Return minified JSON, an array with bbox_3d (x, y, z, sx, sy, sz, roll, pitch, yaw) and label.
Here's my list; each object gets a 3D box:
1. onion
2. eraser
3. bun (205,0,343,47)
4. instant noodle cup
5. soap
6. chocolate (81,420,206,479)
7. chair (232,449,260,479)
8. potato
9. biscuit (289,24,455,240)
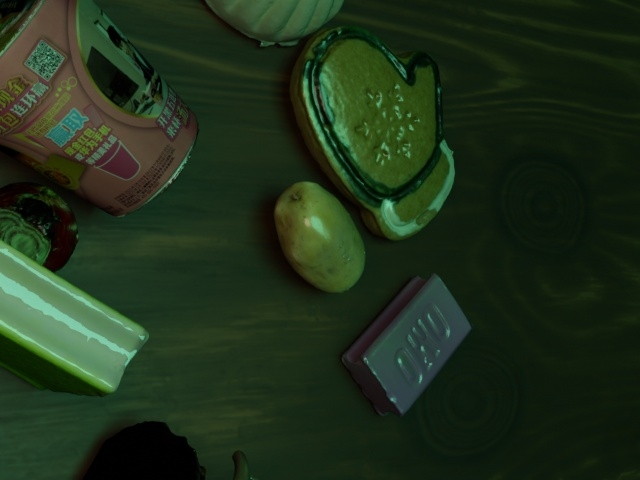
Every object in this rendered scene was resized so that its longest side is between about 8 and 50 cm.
[{"bbox_3d":[-0.337,-0.012,1.062,0.117,0.118,0.118,48,59,-3],"label":"onion"},{"bbox_3d":[-0.350,0.068,0.979,0.274,0.210,0.092,37,63,-29],"label":"eraser"},{"bbox_3d":[-0.043,-0.422,1.287,0.263,0.175,0.263,7,78,-34],"label":"bun"},{"bbox_3d":[-0.283,-0.162,1.062,0.255,0.244,0.244,43,61,-32],"label":"instant noodle cup"},{"bbox_3d":[0.135,0.158,1.395,0.203,0.065,0.122,-46,110,-31],"label":"soap"},{"bbox_3d":[-0.194,0.314,1.115,0.156,0.156,0.133,-60,145,-26],"label":"chocolate"},{"bbox_3d":[-0.085,0.405,1.142,0.272,0.166,0.188,48,60,-26],"label":"chair"},{"bbox_3d":[0.000,0.000,1.298,0.109,0.118,0.178,-35,122,2],"label":"potato"},{"bbox_3d":[0.103,-0.185,1.411,0.287,0.057,0.343,-47,115,-30],"label":"biscuit"}]
